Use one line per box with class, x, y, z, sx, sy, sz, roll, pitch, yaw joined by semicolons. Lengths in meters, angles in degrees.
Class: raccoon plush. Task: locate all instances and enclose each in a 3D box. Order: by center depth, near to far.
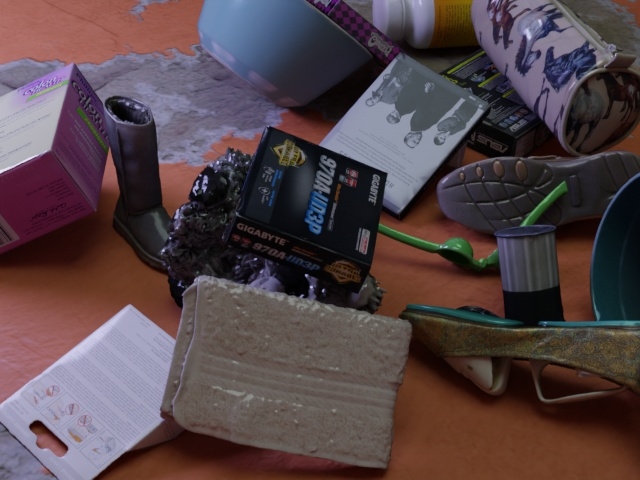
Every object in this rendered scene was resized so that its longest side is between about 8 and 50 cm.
raccoon plush;0.000;0.000;1.776;0.299;0.216;0.446;29;42;17

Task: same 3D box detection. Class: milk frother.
milk frother;0.246;0.055;1.767;0.143;0.134;0.129;-10;7;-25

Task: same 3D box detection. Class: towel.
towel;-0.039;0.156;1.550;0.282;0.187;0.049;12;-6;-5

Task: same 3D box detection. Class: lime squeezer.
lime squeezer;0.220;-0.007;1.883;0.310;0.110;0.059;-10;4;-7

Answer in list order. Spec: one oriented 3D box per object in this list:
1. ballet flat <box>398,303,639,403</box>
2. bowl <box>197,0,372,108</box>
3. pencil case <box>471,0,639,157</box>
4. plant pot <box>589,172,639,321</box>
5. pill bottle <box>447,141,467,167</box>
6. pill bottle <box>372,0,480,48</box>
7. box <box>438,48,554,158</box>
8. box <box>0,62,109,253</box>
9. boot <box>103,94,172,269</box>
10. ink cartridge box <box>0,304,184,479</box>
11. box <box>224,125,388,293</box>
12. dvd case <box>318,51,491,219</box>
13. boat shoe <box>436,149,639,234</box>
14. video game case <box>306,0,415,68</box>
ballet flat;0.261;0.148;1.661;0.349;0.123;0.123;3;34;20
bowl;-0.082;-0.335;2.178;0.311;0.163;0.311;36;6;-4
pencil case;0.385;-0.311;2.140;0.160;0.183;0.410;14;30;-29
plant pot;0.539;0.052;1.723;0.255;0.271;0.271;7;33;-24
pill bottle;0.156;-0.165;2.097;0.152;0.086;0.086;14;37;13
pill bottle;0.227;-0.424;2.413;0.246;0.136;0.136;-5;37;-13
box;0.315;-0.243;2.243;0.216;0.060;0.270;28;42;29
box;-0.424;-0.110;1.860;0.214;0.117;0.243;-23;35;14
boot;-0.238;-0.080;1.834;0.190;0.208;0.076;32;39;31
ink cartridge box;-0.259;0.200;1.606;0.225;0.056;0.181;-41;53;-21
box;-0.013;-0.042;1.630;0.175;0.051;0.220;22;34;-5
dvd case;0.124;-0.166;2.036;0.179;0.029;0.238;34;73;20
boat shoe;0.335;-0.072;1.987;0.324;0.123;0.116;-2;3;-4
video game case;0.059;-0.364;2.250;0.232;0.042;0.210;34;7;-33
